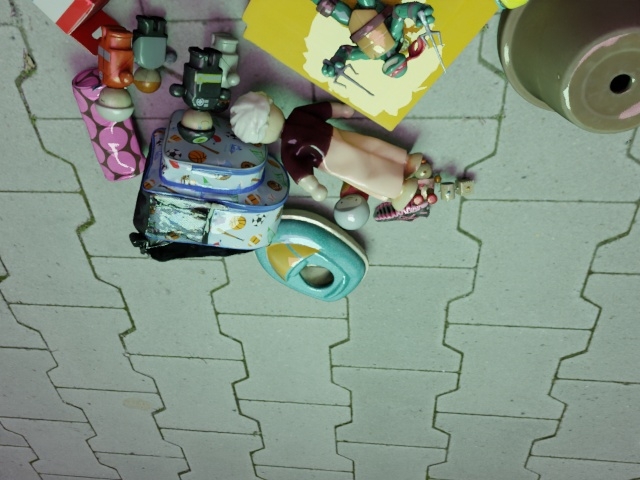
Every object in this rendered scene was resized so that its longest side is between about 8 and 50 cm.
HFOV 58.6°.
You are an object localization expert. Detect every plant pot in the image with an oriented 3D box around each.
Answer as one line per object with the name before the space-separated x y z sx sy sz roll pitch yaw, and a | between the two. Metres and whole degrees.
plant pot | 0.403 -0.272 0.819 0.262 0.229 0.263 3 129 4

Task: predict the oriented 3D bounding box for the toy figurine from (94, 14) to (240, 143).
toy figurine | -0.243 -0.265 0.932 0.212 0.210 0.148 12 119 -2

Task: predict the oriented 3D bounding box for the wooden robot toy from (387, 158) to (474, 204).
wooden robot toy | 0.205 -0.115 1.083 0.173 0.076 0.079 -4 109 4

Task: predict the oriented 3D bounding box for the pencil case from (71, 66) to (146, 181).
pencil case | -0.390 -0.215 1.077 0.098 0.095 0.209 -9 131 -5

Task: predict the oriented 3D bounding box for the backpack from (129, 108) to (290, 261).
backpack | -0.188 -0.104 1.045 0.263 0.277 0.213 14 131 -19

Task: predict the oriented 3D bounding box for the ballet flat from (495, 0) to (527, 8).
ballet flat | 0.230 -0.425 0.773 0.231 0.077 0.077 48 147 -21

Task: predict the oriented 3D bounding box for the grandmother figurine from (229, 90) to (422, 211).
grandmother figurine | 0.004 -0.159 0.993 0.342 0.208 0.104 22 141 -12

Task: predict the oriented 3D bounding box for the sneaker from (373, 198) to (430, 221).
sneaker | 0.167 -0.053 1.158 0.119 0.047 0.057 -13 138 20

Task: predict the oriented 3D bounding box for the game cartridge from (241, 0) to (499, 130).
game cartridge | 0.069 -0.359 0.897 0.323 0.053 0.285 30 130 -17

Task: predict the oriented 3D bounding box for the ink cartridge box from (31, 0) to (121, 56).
ink cartridge box | -0.398 -0.414 0.881 0.078 0.134 0.231 -31 120 28

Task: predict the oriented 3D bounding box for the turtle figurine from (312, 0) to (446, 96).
turtle figurine | 0.068 -0.307 0.833 0.175 0.118 0.234 -36 104 18

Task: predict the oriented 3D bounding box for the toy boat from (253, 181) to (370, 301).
toy boat | 0.000 0.000 1.155 0.267 0.148 0.318 27 128 -13
